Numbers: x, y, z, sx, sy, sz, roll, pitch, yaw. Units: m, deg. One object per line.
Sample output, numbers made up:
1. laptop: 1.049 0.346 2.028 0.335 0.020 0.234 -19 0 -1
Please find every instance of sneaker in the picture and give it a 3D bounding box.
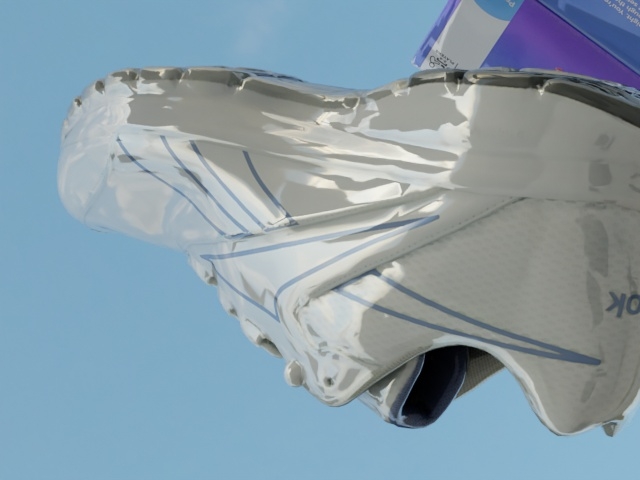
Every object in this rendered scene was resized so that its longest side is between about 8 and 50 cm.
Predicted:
1. sneaker: 0.000 0.000 0.613 0.111 0.297 0.129 4 -88 -46

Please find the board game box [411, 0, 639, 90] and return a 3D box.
1. board game box: 0.249 -0.070 0.822 0.347 0.078 0.233 37 -130 4
